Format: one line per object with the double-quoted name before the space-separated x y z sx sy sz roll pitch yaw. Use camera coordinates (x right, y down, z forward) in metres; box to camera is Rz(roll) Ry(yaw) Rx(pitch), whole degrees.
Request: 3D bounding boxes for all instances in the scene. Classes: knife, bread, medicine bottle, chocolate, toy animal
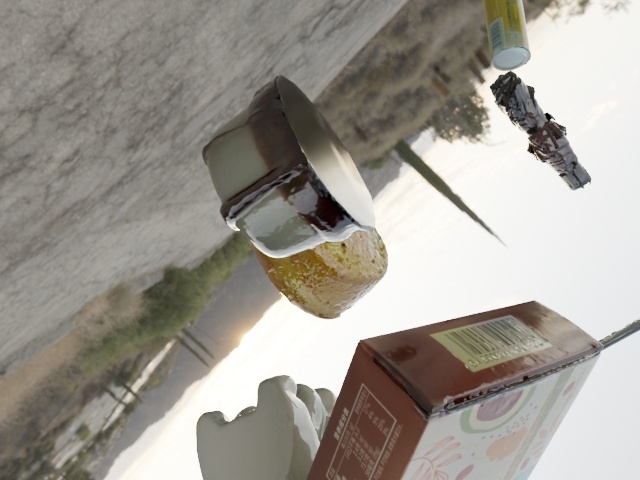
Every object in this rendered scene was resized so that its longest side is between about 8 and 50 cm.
"knife" 0.450 0.083 0.746 0.313 0.019 0.044 -43 172 34
"bread" -0.002 -0.002 1.410 0.204 0.358 0.337 -39 179 27
"medicine bottle" 0.305 -0.391 0.977 0.074 0.074 0.218 142 -47 -57
"chocolate" -0.063 -0.095 0.916 0.186 0.283 0.283 -30 -168 19
"toy animal" -0.031 0.372 0.966 0.196 0.241 0.367 -27 155 14

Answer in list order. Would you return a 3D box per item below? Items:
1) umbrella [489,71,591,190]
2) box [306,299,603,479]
"umbrella" 0.512 -0.251 1.346 0.094 0.326 0.090 -42 -173 4
"box" 0.151 0.283 0.753 0.344 0.122 0.385 -4 122 -39
